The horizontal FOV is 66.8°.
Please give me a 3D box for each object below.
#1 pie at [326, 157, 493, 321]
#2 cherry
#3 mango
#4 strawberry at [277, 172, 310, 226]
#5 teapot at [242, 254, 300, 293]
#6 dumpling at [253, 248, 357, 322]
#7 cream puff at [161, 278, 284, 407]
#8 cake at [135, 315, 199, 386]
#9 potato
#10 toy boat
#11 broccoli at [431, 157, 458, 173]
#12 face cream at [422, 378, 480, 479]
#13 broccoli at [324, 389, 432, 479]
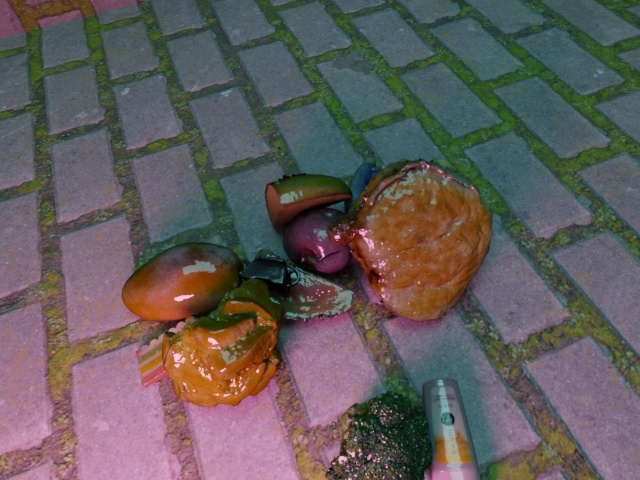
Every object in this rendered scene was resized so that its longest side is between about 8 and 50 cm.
[{"bbox_3d":[0.272,-0.003,1.323,0.395,0.180,0.418,-44,99,6],"label":"pie"},{"bbox_3d":[0.000,0.000,1.455,0.213,0.184,0.266,26,38,14],"label":"cherry"},{"bbox_3d":[-0.404,0.120,1.399,0.384,0.199,0.221,-13,58,11],"label":"mango"},{"bbox_3d":[-0.069,-0.148,1.629,0.167,0.087,0.208,-9,55,-4],"label":"strawberry"},{"bbox_3d":[-0.140,0.085,1.358,0.177,0.087,0.096,8,65,13],"label":"teapot"},{"bbox_3d":[-0.069,0.157,1.405,0.332,0.086,0.166,25,77,20],"label":"dumpling"},{"bbox_3d":[-0.210,0.275,1.201,0.323,0.274,0.270,-40,20,-30],"label":"cream puff"},{"bbox_3d":[-0.403,0.296,1.330,0.225,0.090,0.109,-24,59,-12],"label":"cake"},{"bbox_3d":[-0.032,-0.145,1.499,0.255,0.269,0.112,-16,84,-15],"label":"potato"},{"bbox_3d":[0.185,-0.173,1.584,0.215,0.123,0.330,9,53,21],"label":"toy boat"},{"bbox_3d":[0.357,-0.142,1.532,0.252,0.221,0.361,-4,43,-7],"label":"broccoli"},{"bbox_3d":[0.307,0.470,1.151,0.107,0.073,0.269,-9,54,11],"label":"face cream"},{"bbox_3d":[0.127,0.467,1.093,0.241,0.261,0.269,40,107,53],"label":"broccoli"}]
